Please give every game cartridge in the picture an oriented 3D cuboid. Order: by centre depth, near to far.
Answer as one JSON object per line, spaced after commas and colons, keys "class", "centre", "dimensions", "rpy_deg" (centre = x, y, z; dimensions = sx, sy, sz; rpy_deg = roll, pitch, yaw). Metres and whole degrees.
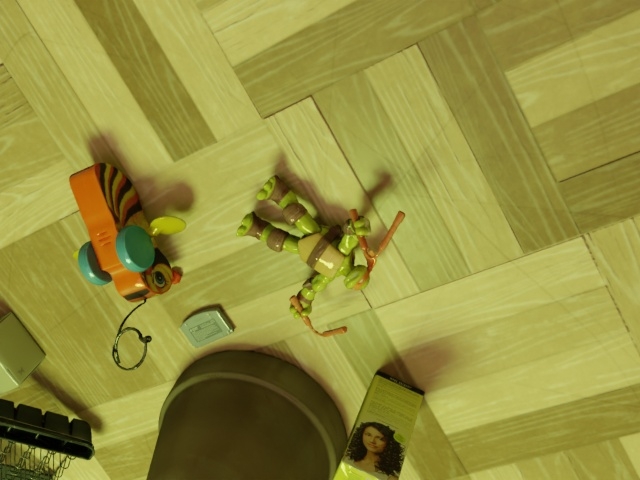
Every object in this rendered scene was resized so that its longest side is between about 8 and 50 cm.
{"class": "game cartridge", "centre": [-0.187, 0.140, 1.458], "dimensions": [0.083, 0.017, 0.056], "rpy_deg": [-24, 110, 27]}

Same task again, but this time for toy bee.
{"class": "toy bee", "centre": [-0.294, 0.033, 1.378], "dimensions": [0.195, 0.162, 0.298], "rpy_deg": [5, 93, 25]}

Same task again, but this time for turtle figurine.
{"class": "turtle figurine", "centre": [0.000, 0.000, 1.283], "dimensions": [0.217, 0.087, 0.269], "rpy_deg": [37, 130, 6]}

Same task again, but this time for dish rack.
{"class": "dish rack", "centre": [-0.556, 0.399, 1.637], "dimensions": [0.208, 0.074, 0.271], "rpy_deg": [23, 125, -25]}

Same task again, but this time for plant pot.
{"class": "plant pot", "centre": [-0.144, 0.383, 1.418], "dimensions": [0.323, 0.280, 0.323], "rpy_deg": [7, 119, 13]}

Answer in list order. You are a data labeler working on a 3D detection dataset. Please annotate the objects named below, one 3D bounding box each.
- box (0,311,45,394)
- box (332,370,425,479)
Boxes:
{"class": "box", "centre": [-0.637, 0.236, 1.609], "dimensions": [0.275, 0.094, 0.113], "rpy_deg": [-23, 108, 26]}
{"class": "box", "centre": [0.088, 0.289, 1.319], "dimensions": [0.087, 0.232, 0.058], "rpy_deg": [24, 119, 4]}
